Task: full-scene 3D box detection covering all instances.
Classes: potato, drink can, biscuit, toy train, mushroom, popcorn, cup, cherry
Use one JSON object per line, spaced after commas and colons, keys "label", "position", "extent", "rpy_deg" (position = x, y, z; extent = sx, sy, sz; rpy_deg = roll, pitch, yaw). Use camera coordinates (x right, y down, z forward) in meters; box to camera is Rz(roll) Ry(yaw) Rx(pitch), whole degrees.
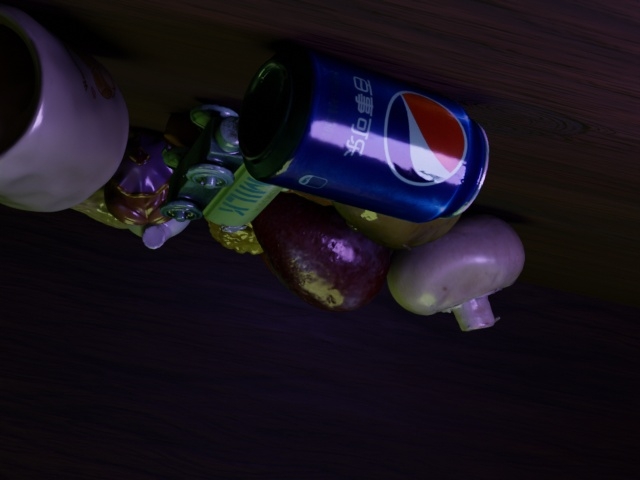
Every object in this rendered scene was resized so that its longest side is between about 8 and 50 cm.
{"label": "potato", "position": [0.102, -0.045, 1.451], "extent": [0.160, 0.111, 0.272], "rpy_deg": [8, 176, 35]}
{"label": "drink can", "position": [0.038, -0.085, 0.856], "extent": [0.205, 0.118, 0.118], "rpy_deg": [13, 177, -31]}
{"label": "biscuit", "position": [-0.099, -0.108, 1.454], "extent": [0.202, 0.047, 0.334], "rpy_deg": [18, 177, 31]}
{"label": "toy train", "position": [-0.108, -0.083, 1.253], "extent": [0.157, 0.105, 0.253], "rpy_deg": [10, 158, -20]}
{"label": "mushroom", "position": [0.240, 0.060, 1.722], "extent": [0.246, 0.202, 0.246], "rpy_deg": [-23, 170, -4]}
{"label": "popcorn", "position": [-0.128, -0.048, 1.880], "extent": [0.170, 0.180, 0.180], "rpy_deg": [-34, -161, -24]}
{"label": "cup", "position": [-0.329, -0.129, 0.965], "extent": [0.255, 0.173, 0.202], "rpy_deg": [11, 175, 12]}
{"label": "cherry", "position": [0.000, 0.000, 1.700], "extent": [0.300, 0.203, 0.230], "rpy_deg": [38, -161, -29]}

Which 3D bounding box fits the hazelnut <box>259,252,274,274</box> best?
{"label": "hazelnut", "position": [-0.029, -0.015, 2.040], "extent": [0.214, 0.176, 0.214], "rpy_deg": [-24, -178, 1]}

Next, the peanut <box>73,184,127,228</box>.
{"label": "peanut", "position": [-0.417, -0.118, 1.807], "extent": [0.152, 0.152, 0.313], "rpy_deg": [9, 170, 45]}

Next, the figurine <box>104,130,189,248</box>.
{"label": "figurine", "position": [-0.281, -0.082, 1.670], "extent": [0.142, 0.189, 0.263], "rpy_deg": [-7, 170, -3]}
